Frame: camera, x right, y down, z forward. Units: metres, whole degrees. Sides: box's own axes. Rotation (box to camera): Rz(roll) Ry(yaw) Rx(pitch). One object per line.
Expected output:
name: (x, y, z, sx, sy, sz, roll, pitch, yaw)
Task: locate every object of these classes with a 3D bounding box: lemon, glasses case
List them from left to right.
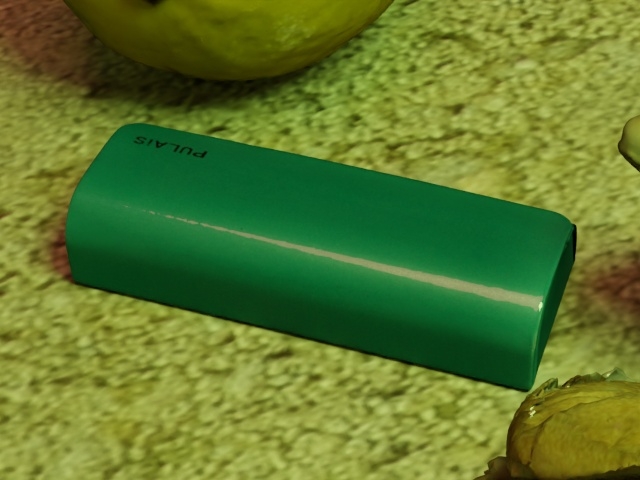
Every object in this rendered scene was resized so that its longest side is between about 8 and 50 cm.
lemon: (-0.056, -0.251, 1.176, 0.297, 0.297, 0.297, -2, 47, 2)
glasses case: (0.001, -0.002, 1.083, 0.301, 0.070, 0.117, 11, 48, 15)

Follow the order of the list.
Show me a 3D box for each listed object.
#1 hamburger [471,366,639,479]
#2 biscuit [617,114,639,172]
hamburger: (0.193, 0.139, 0.810, 0.259, 0.283, 0.144, 8, 86, 23)
biscuit: (0.310, 0.048, 0.935, 0.044, 0.217, 0.325, -52, 54, 7)
